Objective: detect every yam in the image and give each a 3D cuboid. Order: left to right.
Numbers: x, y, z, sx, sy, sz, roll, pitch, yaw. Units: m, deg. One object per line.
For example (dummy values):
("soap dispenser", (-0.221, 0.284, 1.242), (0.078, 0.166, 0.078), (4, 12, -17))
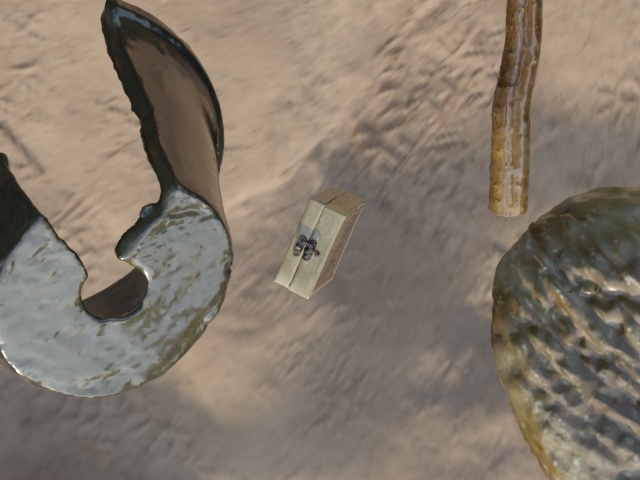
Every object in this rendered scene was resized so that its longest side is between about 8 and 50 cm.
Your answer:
("yam", (0.193, -0.184, 1.579), (0.045, 0.045, 0.326), (0, 110, -6))

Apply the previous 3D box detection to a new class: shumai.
("shumai", (0.192, 0.061, 0.816), (0.209, 0.153, 0.161), (40, 114, 16))

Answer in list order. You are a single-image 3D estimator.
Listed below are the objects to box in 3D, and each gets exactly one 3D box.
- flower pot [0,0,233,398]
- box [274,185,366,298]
("flower pot", (-0.223, -0.004, 1.481), (0.379, 0.251, 0.379), (-15, 125, -22))
("box", (0.000, 0.000, 1.345), (0.035, 0.083, 0.079), (26, 106, 8))
